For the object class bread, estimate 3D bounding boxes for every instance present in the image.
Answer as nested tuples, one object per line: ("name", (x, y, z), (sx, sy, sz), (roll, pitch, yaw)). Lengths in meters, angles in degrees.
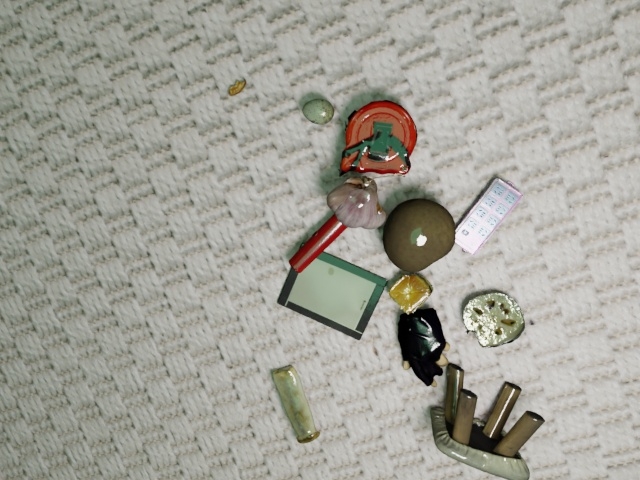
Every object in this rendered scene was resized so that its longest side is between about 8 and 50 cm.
("bread", (0.314, 0.176, 1.586), (0.128, 0.069, 0.140), (44, 95, 12))

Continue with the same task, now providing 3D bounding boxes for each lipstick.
("lipstick", (0.001, 0.001, 1.605), (0.073, 0.073, 0.279), (45, 98, -1))

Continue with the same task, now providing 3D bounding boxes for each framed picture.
("framed picture", (0.039, 0.190, 1.674), (0.347, 0.016, 0.264), (23, 103, 5))

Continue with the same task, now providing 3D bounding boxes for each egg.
("egg", (-0.008, -0.434, 1.525), (0.111, 0.085, 0.085), (6, 102, 11))

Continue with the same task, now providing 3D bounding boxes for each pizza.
("pizza", (-0.290, -0.535, 1.587), (0.083, 0.016, 0.037), (-35, 95, 17))

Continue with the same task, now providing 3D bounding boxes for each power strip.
("power strip", (0.554, -0.081, 1.529), (0.109, 0.037, 0.278), (35, 104, 1))

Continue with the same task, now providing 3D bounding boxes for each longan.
("longan", (0.322, -0.014, 1.488), (0.249, 0.248, 0.247), (2, 101, 9))

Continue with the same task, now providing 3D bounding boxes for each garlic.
("garlic", (0.154, -0.159, 1.500), (0.257, 0.207, 0.207), (-41, 92, 14))

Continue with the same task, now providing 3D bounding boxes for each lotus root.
("lotus root", (0.591, 0.273, 1.574), (0.204, 0.078, 0.183), (-10, 86, 3))

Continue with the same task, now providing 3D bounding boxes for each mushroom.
("mushroom", (-0.091, 0.636, 1.750), (0.100, 0.081, 0.311), (-20, 93, 9))

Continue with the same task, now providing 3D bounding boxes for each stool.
("stool", (0.553, 0.602, 1.527), (0.311, 0.310, 0.226), (19, 99, 4))

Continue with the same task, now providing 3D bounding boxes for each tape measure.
("tape measure", (0.190, -0.331, 1.499), (0.254, 0.114, 0.260), (6, 102, 7))

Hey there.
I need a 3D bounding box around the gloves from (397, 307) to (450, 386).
("gloves", (0.362, 0.386, 1.606), (0.197, 0.152, 0.300), (-14, 113, 36))
